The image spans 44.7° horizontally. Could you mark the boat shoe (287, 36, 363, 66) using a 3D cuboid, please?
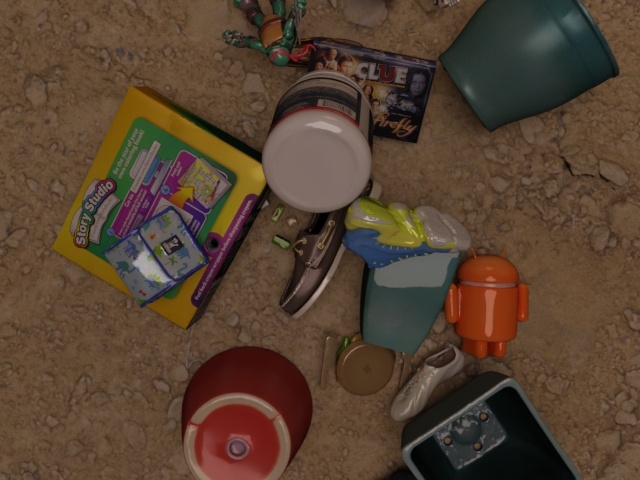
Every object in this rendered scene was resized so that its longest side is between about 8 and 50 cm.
[{"bbox_3d":[0.001,-0.376,1.558,0.178,0.060,0.064,0,93,-1],"label":"boat shoe"}]

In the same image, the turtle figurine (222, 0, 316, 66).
[{"bbox_3d":[-0.098,-0.407,1.480,0.175,0.118,0.234,-22,54,10],"label":"turtle figurine"}]

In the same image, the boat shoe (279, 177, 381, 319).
[{"bbox_3d":[0.000,0.000,1.543,0.097,0.116,0.324,32,87,-18],"label":"boat shoe"}]

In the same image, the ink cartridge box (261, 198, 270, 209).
[{"bbox_3d":[-0.176,-0.080,1.574,0.122,0.052,0.088,-29,93,1],"label":"ink cartridge box"}]

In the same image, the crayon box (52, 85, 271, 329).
[{"bbox_3d":[-0.298,-0.064,1.505,0.313,0.106,0.363,31,103,3],"label":"crayon box"}]

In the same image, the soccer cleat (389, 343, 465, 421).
[{"bbox_3d":[0.210,0.285,1.579,0.196,0.068,0.076,-40,133,-9],"label":"soccer cleat"}]

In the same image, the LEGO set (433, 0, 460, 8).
[{"bbox_3d":[0.212,-0.563,1.503,0.244,0.060,0.182,33,62,-23],"label":"LEGO set"}]

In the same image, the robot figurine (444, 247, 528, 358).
[{"bbox_3d":[0.334,0.123,1.560,0.158,0.128,0.219,3,94,20],"label":"robot figurine"}]

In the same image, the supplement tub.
[{"bbox_3d":[0.002,-0.190,1.424,0.191,0.272,0.191,2,121,4],"label":"supplement tub"}]

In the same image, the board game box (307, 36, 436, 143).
[{"bbox_3d":[0.091,-0.295,1.539,0.243,0.042,0.165,10,120,-2],"label":"board game box"}]

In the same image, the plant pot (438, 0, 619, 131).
[{"bbox_3d":[0.378,-0.348,1.479,0.255,0.271,0.271,-35,93,15],"label":"plant pot"}]

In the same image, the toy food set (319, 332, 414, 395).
[{"bbox_3d":[0.092,0.256,1.610,0.192,0.038,0.132,8,98,-12],"label":"toy food set"}]

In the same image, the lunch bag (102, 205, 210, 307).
[{"bbox_3d":[-0.296,0.029,1.421,0.151,0.096,0.129,-34,91,3],"label":"lunch bag"}]

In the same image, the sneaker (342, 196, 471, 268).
[{"bbox_3d":[0.148,-0.003,1.416,0.240,0.091,0.126,16,131,-14],"label":"sneaker"}]

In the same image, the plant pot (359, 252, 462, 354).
[{"bbox_3d":[0.160,0.093,1.539,0.165,0.166,0.234,15,96,-2],"label":"plant pot"}]

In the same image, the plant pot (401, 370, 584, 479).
[{"bbox_3d":[0.307,0.399,1.509,0.247,0.252,0.248,-34,93,1],"label":"plant pot"}]

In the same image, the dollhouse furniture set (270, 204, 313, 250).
[{"bbox_3d":[-0.051,-0.058,1.575,0.076,0.058,0.151,29,92,-3],"label":"dollhouse furniture set"}]

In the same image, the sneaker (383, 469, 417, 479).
[{"bbox_3d":[0.056,0.566,1.584,0.131,0.112,0.319,44,90,-6],"label":"sneaker"}]

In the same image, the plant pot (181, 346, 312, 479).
[{"bbox_3d":[-0.151,0.361,1.504,0.275,0.243,0.275,0,94,-1],"label":"plant pot"}]
